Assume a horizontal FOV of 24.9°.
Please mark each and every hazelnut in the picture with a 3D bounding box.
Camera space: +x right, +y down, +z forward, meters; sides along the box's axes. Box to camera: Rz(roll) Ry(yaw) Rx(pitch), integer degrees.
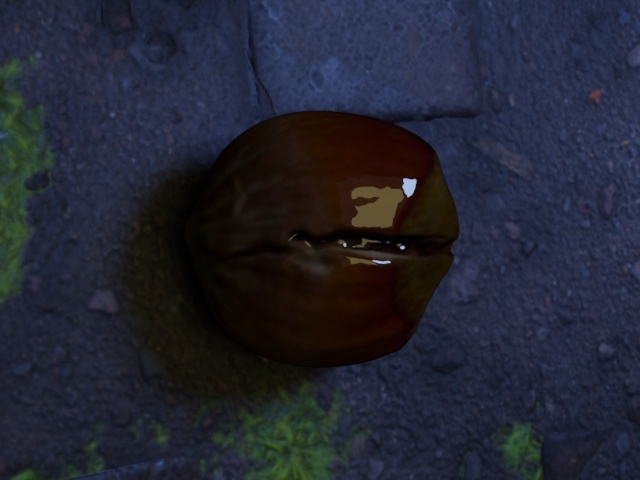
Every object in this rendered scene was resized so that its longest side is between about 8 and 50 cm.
[{"bbox_3d":[0.001,0.000,1.185,0.181,0.181,0.212,0,98,-48],"label":"hazelnut"}]
